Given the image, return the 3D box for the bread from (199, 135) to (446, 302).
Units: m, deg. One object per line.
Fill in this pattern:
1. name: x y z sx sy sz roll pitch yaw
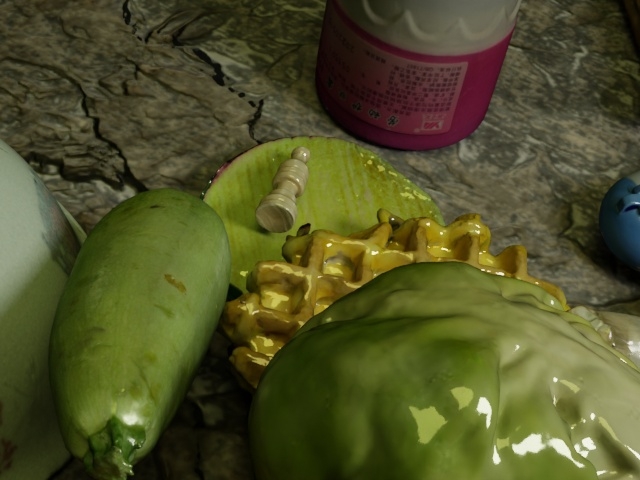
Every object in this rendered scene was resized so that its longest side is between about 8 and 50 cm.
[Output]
1. bread: 0.000 0.000 1.318 0.228 0.033 0.228 5 48 -5

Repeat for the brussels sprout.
1. brussels sprout: 0.102 0.139 0.991 0.316 0.273 0.243 11 89 -16

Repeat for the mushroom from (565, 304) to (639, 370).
1. mushroom: 0.294 0.076 1.236 0.278 0.099 0.096 -12 72 -40

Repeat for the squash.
1. squash: -0.134 0.063 1.074 0.118 0.118 0.370 12 25 -1

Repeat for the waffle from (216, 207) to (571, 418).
1. waffle: 0.078 0.095 1.205 0.329 0.062 0.329 7 58 -11

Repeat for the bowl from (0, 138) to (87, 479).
1. bowl: -0.361 0.011 1.126 0.434 0.196 0.435 6 49 -7

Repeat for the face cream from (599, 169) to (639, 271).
1. face cream: 0.379 -0.015 1.373 0.264 0.083 0.149 0 48 -12

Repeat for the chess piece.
1. chess piece: -0.027 -0.049 1.312 0.035 0.035 0.092 17 46 4

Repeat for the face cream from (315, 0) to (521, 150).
1. face cream: 0.092 -0.208 1.408 0.175 0.195 0.175 5 48 -6

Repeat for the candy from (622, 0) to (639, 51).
1. candy: 0.368 -0.212 1.538 0.143 0.101 0.271 5 55 -15
